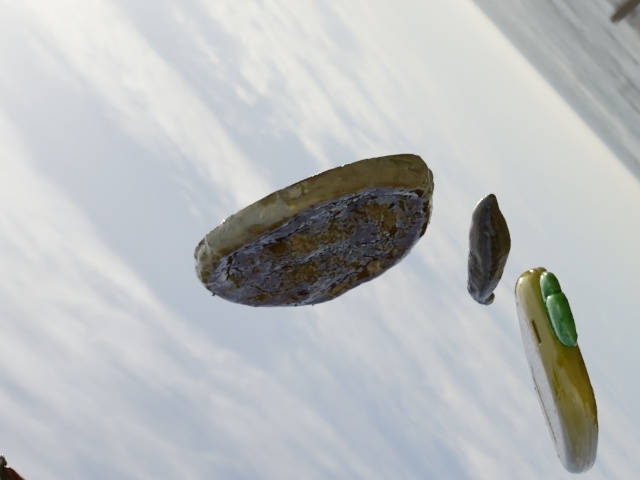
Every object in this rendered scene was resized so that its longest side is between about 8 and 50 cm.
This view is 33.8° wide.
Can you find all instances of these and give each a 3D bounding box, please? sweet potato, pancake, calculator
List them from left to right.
[{"bbox_3d":[0.000,0.000,0.605,0.158,0.158,0.028,22,-138,-59],"label":"pancake"},{"bbox_3d":[0.148,0.018,0.933,0.038,0.041,0.153,31,148,28],"label":"sweet potato"},{"bbox_3d":[0.189,0.104,0.845,0.235,0.032,0.146,68,-173,-53],"label":"calculator"}]

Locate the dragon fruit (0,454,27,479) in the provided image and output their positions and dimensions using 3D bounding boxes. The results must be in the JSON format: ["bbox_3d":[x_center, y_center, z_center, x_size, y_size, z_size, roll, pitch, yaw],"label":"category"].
[{"bbox_3d":[-0.246,0.280,0.913,0.211,0.262,0.134,59,178,-14],"label":"dragon fruit"}]
